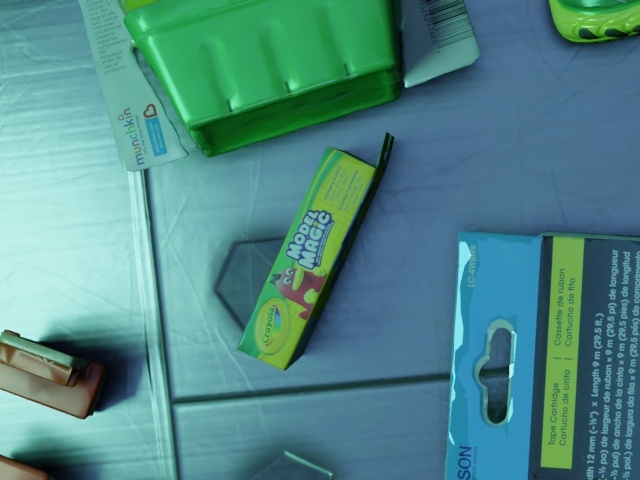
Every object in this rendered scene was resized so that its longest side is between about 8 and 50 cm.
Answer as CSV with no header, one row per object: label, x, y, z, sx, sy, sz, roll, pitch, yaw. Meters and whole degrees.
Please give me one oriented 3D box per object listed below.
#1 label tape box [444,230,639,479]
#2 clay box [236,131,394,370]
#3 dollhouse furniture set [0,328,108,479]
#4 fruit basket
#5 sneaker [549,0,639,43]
label tape box,0.289,0.121,1.271,0.348,0.115,0.249,3,91,9
clay box,0.000,0.000,1.289,0.053,0.127,0.222,24,93,5
dollhouse furniture set,-0.285,0.216,1.304,0.262,0.135,0.259,19,84,6
fruit basket,-0.063,-0.264,1.297,0.327,0.165,0.353,-18,71,2
sneaker,0.339,-0.259,1.255,0.296,0.109,0.123,-15,94,7
